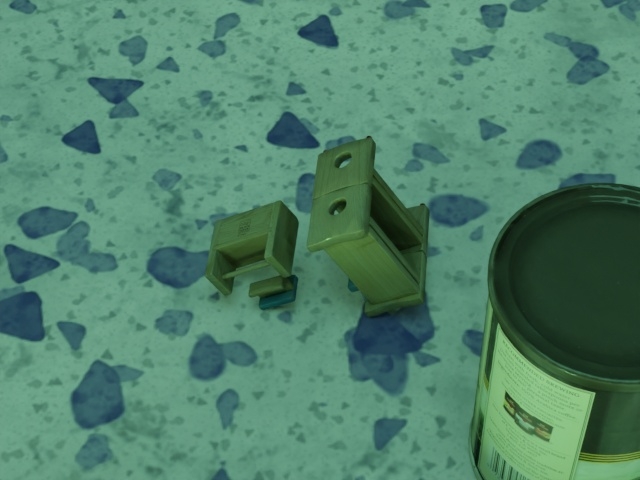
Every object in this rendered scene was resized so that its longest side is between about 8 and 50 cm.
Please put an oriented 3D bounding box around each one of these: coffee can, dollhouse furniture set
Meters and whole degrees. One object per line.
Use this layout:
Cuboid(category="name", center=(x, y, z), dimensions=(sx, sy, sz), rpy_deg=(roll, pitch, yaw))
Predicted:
Cuboid(category="coffee can", center=(0.237, 0.113, 1.193), dimensions=(0.202, 0.275, 0.201), rpy_deg=(-1, 52, 1))
Cuboid(category="dollhouse furniture set", center=(0.000, 0.000, 1.411), dimensions=(0.184, 0.129, 0.129), rpy_deg=(-17, 45, 27))
